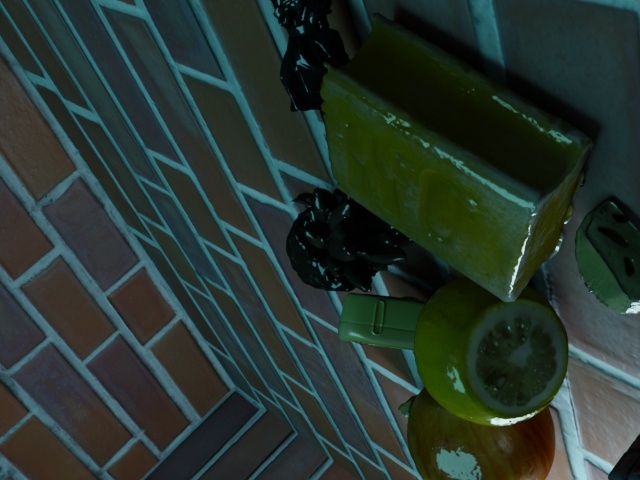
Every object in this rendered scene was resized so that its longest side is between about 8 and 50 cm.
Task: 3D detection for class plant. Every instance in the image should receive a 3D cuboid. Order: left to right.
[{"bbox_3d":[0.046,-0.013,1.484,0.194,0.182,0.321,53,157,-3],"label":"plant"}]

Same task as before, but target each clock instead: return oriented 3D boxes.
[{"bbox_3d":[0.149,0.160,1.592,0.235,0.096,0.308,7,173,-1],"label":"clock"}]

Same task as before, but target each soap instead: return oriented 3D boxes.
[{"bbox_3d":[0.171,-0.101,1.119,0.335,0.156,0.293,36,158,20],"label":"soap"}]

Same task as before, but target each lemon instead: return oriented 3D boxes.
[{"bbox_3d":[0.259,0.168,1.338,0.240,0.240,0.219,52,168,-15],"label":"lemon"}]

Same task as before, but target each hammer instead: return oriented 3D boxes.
[{"bbox_3d":[0.000,0.001,1.815,0.125,0.027,0.297,35,157,26],"label":"hammer"}]

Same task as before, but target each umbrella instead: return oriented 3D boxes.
[{"bbox_3d":[-0.015,-0.276,1.149,0.110,0.122,0.272,-10,115,15],"label":"umbrella"}]

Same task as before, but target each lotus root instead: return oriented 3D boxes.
[{"bbox_3d":[0.374,0.040,1.072,0.143,0.070,0.144,53,170,23],"label":"lotus root"}]

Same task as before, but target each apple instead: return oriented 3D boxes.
[{"bbox_3d":[0.299,0.358,1.568,0.286,0.286,0.233,9,131,58],"label":"apple"}]

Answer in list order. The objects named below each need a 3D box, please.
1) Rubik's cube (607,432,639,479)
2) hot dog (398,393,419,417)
[{"bbox_3d":[0.540,0.280,0.988,0.237,0.237,0.238,46,160,3],"label":"Rubik's cube"},{"bbox_3d":[0.278,0.412,1.950,0.146,0.103,0.213,32,177,-27],"label":"hot dog"}]
